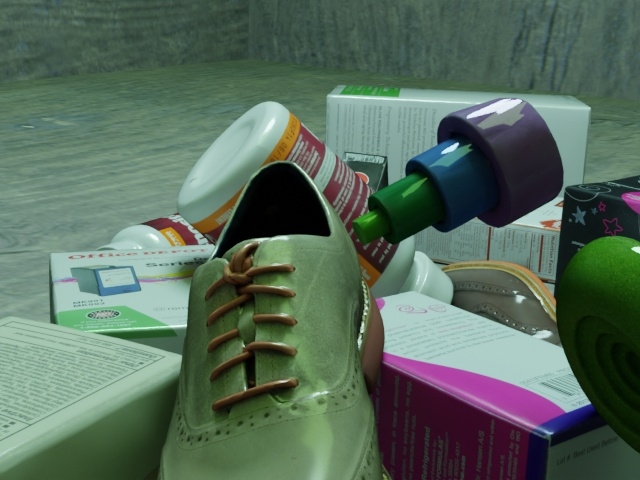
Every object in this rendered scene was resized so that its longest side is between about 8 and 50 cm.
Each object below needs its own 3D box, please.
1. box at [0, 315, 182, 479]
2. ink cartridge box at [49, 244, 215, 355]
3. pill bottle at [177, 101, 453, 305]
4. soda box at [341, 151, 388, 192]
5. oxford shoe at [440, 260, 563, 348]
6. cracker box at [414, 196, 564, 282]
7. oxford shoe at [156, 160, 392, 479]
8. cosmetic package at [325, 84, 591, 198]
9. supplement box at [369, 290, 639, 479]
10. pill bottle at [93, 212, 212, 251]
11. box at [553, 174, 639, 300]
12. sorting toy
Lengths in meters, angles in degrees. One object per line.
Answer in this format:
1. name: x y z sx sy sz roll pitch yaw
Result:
1. box: -0.205 0.143 0.514 0.148 0.121 0.311 10 17 27
2. ink cartridge box: -0.133 0.074 0.845 0.154 0.093 0.212 -2 14 -14
3. pill bottle: 0.000 0.000 0.880 0.221 0.121 0.121 42 3 -19
4. soda box: 0.035 -0.026 1.188 0.053 0.060 0.169 6 41 13
5. oxford shoe: 0.141 0.083 0.853 0.098 0.096 0.271 -11 19 -23
6. cracker box: 0.198 -0.017 1.280 0.232 0.067 0.156 11 18 27
7. oxford shoe: -0.035 0.072 0.530 0.123 0.130 0.348 -13 25 6
8. cosmetic package: 0.195 -0.139 1.571 0.366 0.155 0.197 2 12 4
9. supplement box: 0.090 0.118 0.674 0.111 0.114 0.220 -10 21 -36
10. pill bottle: -0.153 0.021 1.050 0.086 0.086 0.152 11 18 29
11. box: 0.359 0.034 0.971 0.163 0.142 0.247 -9 20 -40
12. sorting toy: 0.131 0.100 0.501 0.126 0.365 0.127 -28 -17 -16
